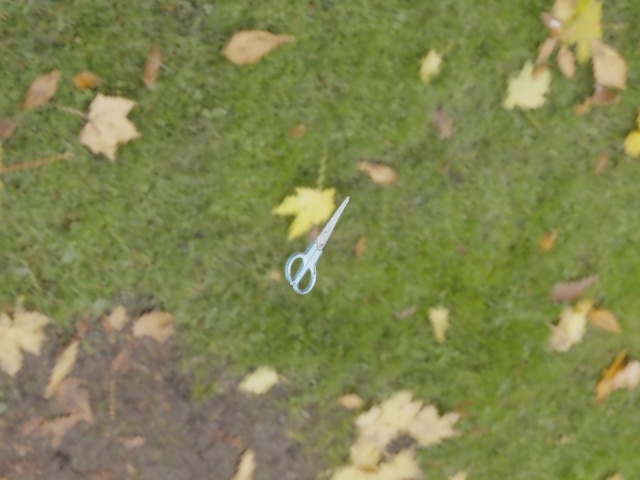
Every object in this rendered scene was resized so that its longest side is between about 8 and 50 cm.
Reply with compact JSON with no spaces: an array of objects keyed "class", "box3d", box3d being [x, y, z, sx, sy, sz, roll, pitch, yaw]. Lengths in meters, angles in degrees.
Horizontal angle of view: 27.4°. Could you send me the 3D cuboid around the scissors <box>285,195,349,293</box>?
[{"class":"scissors","box3d":[0.000,0.000,0.945,0.083,0.006,0.036,-59,139,-22]}]
